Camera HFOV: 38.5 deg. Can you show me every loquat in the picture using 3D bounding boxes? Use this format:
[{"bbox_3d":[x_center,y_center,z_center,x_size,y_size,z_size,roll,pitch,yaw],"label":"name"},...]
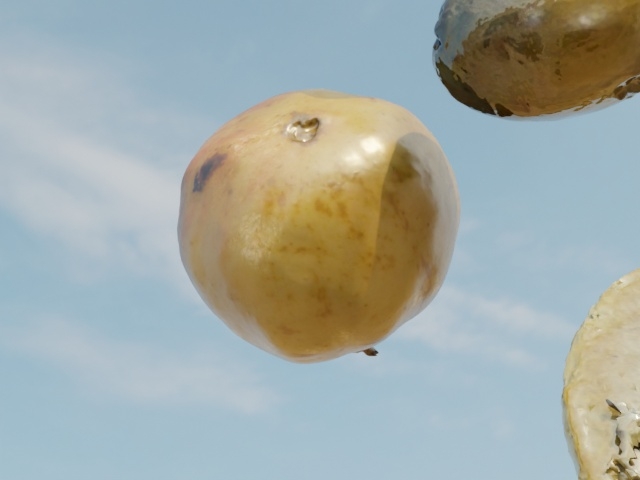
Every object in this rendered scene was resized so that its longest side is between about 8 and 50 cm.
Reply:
[{"bbox_3d":[0.218,-0.197,0.885,0.228,0.179,0.179,-7,-36,30],"label":"loquat"}]

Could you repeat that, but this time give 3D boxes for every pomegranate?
[{"bbox_3d":[0.000,0.000,1.066,0.343,0.342,0.342,-6,-42,-5],"label":"pomegranate"}]

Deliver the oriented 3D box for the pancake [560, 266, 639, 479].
[{"bbox_3d":[0.250,0.105,0.438,0.283,0.282,0.049,-1,-38,-11],"label":"pancake"}]
